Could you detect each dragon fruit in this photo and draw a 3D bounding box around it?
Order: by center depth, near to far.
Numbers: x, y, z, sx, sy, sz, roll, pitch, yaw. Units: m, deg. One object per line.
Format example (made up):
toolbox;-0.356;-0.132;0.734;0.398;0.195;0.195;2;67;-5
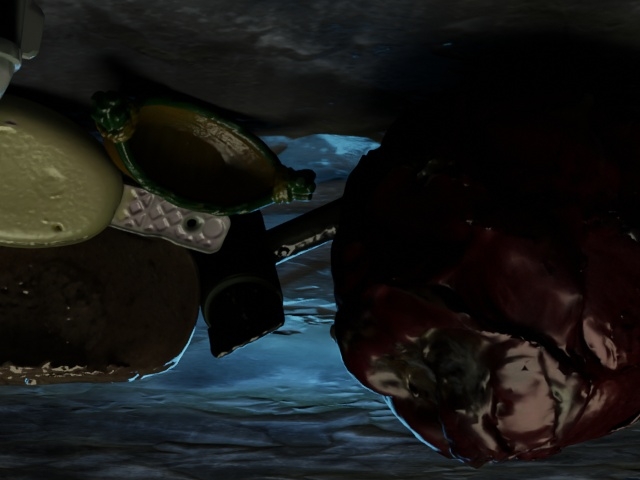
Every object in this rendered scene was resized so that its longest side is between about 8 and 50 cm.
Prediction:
dragon fruit;0.157;0.020;1.315;0.329;0.329;0.329;-1;162;0

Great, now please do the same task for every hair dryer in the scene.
hair dryer;0.000;0.000;1.504;0.248;0.195;0.078;-26;124;5

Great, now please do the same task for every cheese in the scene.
cheese;-0.194;-0.035;1.384;0.255;0.127;0.050;19;-165;-26

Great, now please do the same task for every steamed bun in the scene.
steamed bun;-0.269;0.032;1.504;0.301;0.199;0.251;-1;177;-11

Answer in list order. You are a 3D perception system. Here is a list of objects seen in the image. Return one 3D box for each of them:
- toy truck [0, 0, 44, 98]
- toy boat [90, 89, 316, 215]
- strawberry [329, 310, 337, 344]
toy truck;-0.334;-0.117;1.016;0.173;0.207;0.387;15;155;-41
toy boat;-0.107;-0.072;1.351;0.229;0.089;0.088;19;167;-38
strawberry;0.154;0.046;1.668;0.265;0.149;0.336;-18;166;25
